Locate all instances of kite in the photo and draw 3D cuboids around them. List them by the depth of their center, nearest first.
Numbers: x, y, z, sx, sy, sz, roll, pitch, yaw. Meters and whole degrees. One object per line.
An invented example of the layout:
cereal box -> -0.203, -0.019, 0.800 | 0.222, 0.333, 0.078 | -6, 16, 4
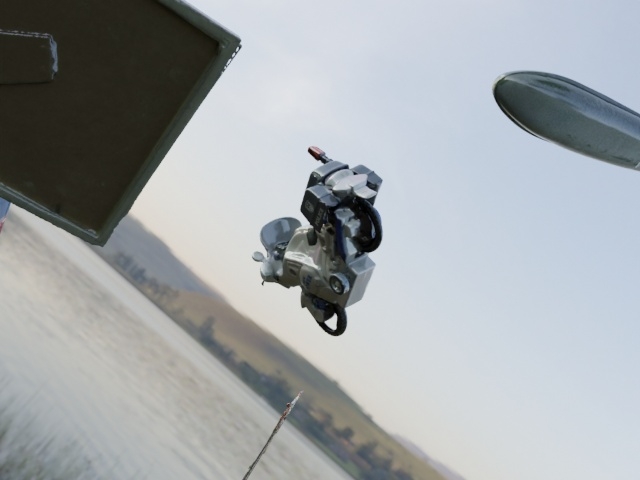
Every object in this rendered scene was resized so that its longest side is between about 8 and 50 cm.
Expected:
kite -> -0.068, 0.223, 0.936 | 0.006, 0.198, 0.244 | 32, -49, 5

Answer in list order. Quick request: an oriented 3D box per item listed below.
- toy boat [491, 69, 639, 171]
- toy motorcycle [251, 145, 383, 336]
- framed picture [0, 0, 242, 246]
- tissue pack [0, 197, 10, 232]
toy boat -> 0.299, -0.143, 1.112 | 0.261, 0.078, 0.085 | 15, 30, -31
toy motorcycle -> 0.000, 0.000, 1.053 | 0.150, 0.102, 0.221 | 48, -38, 25
framed picture -> -0.208, -0.126, 0.633 | 0.260, 0.189, 0.023 | 30, 15, -20
tissue pack -> -0.365, -0.073, 0.820 | 0.209, 0.137, 0.269 | 45, -43, 8
